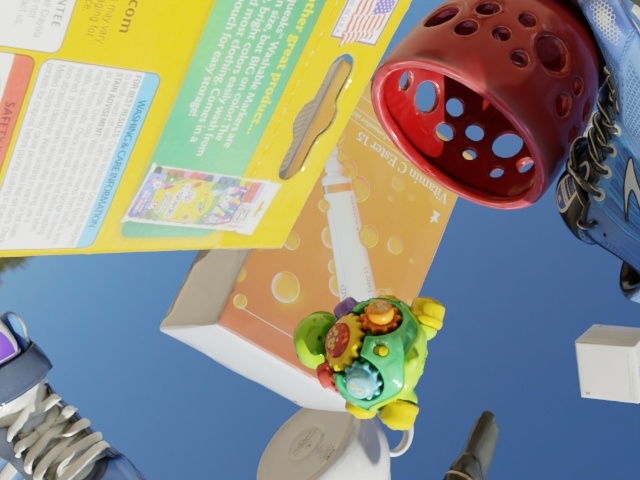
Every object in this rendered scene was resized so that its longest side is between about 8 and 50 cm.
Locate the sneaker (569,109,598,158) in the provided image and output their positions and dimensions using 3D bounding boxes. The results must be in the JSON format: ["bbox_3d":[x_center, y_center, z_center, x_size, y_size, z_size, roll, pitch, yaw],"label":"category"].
[{"bbox_3d":[0.557,-0.169,1.709,0.101,0.268,0.153,-59,-148,-6],"label":"sneaker"}]

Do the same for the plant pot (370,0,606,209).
[{"bbox_3d":[0.169,-0.151,0.824,0.174,0.191,0.191,-50,-156,-21],"label":"plant pot"}]

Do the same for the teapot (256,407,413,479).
[{"bbox_3d":[0.031,0.400,1.504,0.256,0.187,0.252,-34,-158,20],"label":"teapot"}]

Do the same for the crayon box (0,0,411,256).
[{"bbox_3d":[-0.119,-0.092,0.442,0.083,0.323,0.203,49,-57,34],"label":"crayon box"}]

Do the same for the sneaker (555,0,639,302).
[{"bbox_3d":[0.247,-0.059,0.683,0.147,0.330,0.130,-12,-143,26],"label":"sneaker"}]

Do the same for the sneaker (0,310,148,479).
[{"bbox_3d":[-0.322,0.197,0.964,0.322,0.236,0.130,18,-140,36],"label":"sneaker"}]

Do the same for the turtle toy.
[{"bbox_3d":[0.028,0.079,0.633,0.130,0.066,0.095,-3,-112,61],"label":"turtle toy"}]

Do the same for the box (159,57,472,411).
[{"bbox_3d":[0.000,0.000,1.041,0.168,0.215,0.345,-13,-131,59],"label":"box"}]

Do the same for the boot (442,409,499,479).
[{"bbox_3d":[0.250,0.370,1.410,0.077,0.198,0.137,23,-117,17],"label":"boot"}]

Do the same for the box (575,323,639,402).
[{"bbox_3d":[0.483,0.200,1.441,0.102,0.101,0.087,1,-165,39],"label":"box"}]
